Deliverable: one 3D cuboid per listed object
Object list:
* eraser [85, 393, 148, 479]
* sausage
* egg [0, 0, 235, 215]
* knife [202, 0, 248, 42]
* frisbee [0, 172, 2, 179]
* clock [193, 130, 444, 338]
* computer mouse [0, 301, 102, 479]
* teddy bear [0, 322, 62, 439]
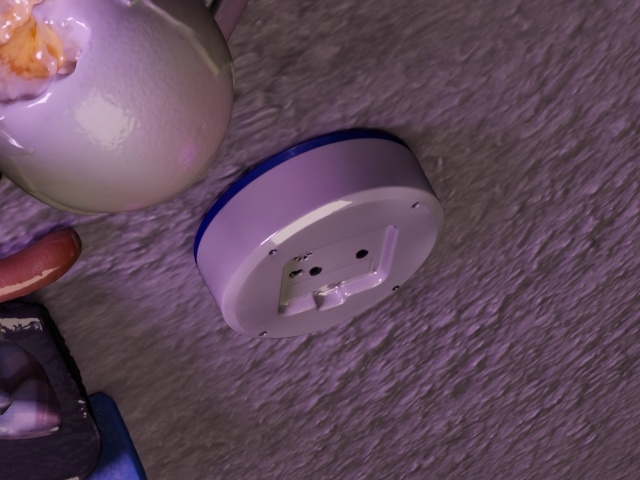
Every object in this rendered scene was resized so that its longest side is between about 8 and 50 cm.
[{"bbox_3d":[-0.325,0.279,1.694,0.312,0.144,0.042,-27,146,-1],"label":"eraser"},{"bbox_3d":[-0.288,0.037,1.434,0.186,0.043,0.043,-20,151,-14],"label":"sausage"},{"bbox_3d":[-0.146,-0.106,1.174,0.183,0.183,0.217,-38,149,18],"label":"egg"},{"bbox_3d":[-0.085,-0.174,1.267,0.132,0.038,0.398,-9,146,-36],"label":"knife"},{"bbox_3d":[-0.362,-0.019,1.310,0.211,0.012,0.187,-35,150,14],"label":"frisbee"},{"bbox_3d":[0.000,0.000,1.586,0.230,0.083,0.230,-20,153,-11],"label":"clock"},{"bbox_3d":[-0.300,0.146,1.565,0.168,0.087,0.295,-17,137,-7],"label":"computer mouse"},{"bbox_3d":[-0.387,0.068,1.067,0.375,0.362,0.327,-35,150,9],"label":"teddy bear"}]
